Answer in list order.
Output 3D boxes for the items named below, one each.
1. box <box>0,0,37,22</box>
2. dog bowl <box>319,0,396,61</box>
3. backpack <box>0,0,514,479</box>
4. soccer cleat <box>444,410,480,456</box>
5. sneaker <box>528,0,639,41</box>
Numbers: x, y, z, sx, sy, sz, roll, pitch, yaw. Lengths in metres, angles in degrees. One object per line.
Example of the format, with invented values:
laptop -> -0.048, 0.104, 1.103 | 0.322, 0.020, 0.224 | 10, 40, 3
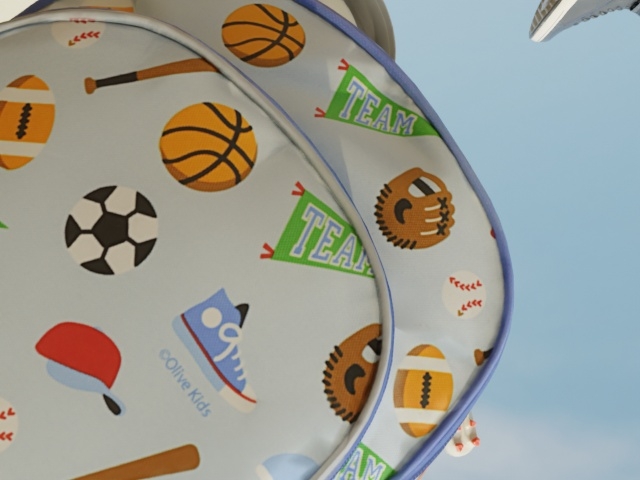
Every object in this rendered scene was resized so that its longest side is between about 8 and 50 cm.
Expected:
box -> -0.189, -0.283, 0.968 | 0.311, 0.121, 0.148 | -25, -114, 27
dog bowl -> -0.065, -0.283, 1.861 | 0.348, 0.349, 0.102 | -35, -173, -17
backpack -> -0.069, 0.027, 0.454 | 0.263, 0.276, 0.213 | -40, 178, -16
soccer cleat -> 0.169, 0.187, 1.623 | 0.068, 0.196, 0.076 | -5, -173, -29
sneaker -> 0.384, -0.300, 1.582 | 0.226, 0.163, 0.086 | -46, -160, 50
